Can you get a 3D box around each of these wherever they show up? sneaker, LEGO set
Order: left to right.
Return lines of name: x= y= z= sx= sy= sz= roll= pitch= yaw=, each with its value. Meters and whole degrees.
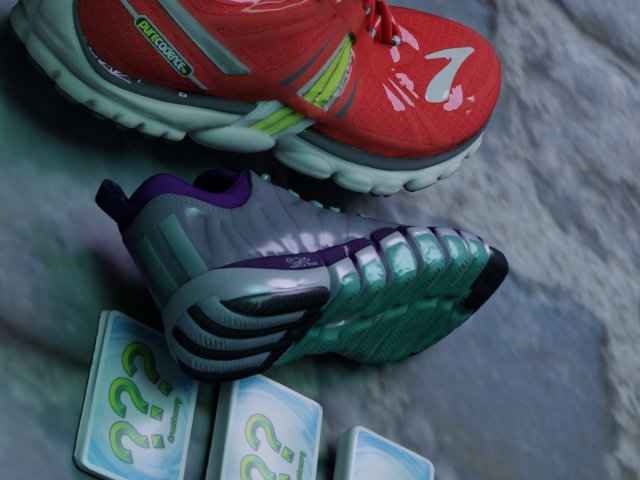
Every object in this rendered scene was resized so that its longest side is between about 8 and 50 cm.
LEGO set: x=-0.024 y=0.157 z=0.764 sx=0.182 sy=0.060 sz=0.244 roll=29 pitch=50 yaw=-27
sneaker: x=-0.002 y=-0.098 z=0.862 sx=0.279 sy=0.118 sz=0.107 roll=4 pitch=43 yaw=-45
sneaker: x=0.000 y=0.000 z=0.863 sx=0.224 sy=0.083 sz=0.098 roll=-1 pitch=49 yaw=-55
